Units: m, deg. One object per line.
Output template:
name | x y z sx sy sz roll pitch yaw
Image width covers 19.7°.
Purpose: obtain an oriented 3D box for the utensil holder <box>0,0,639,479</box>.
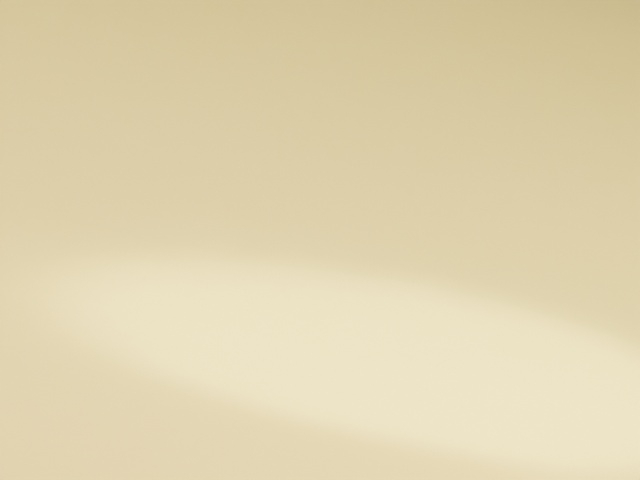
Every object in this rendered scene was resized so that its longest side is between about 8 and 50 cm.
utensil holder | 0.000 0.000 0.627 0.385 0.328 0.327 13 151 -10
